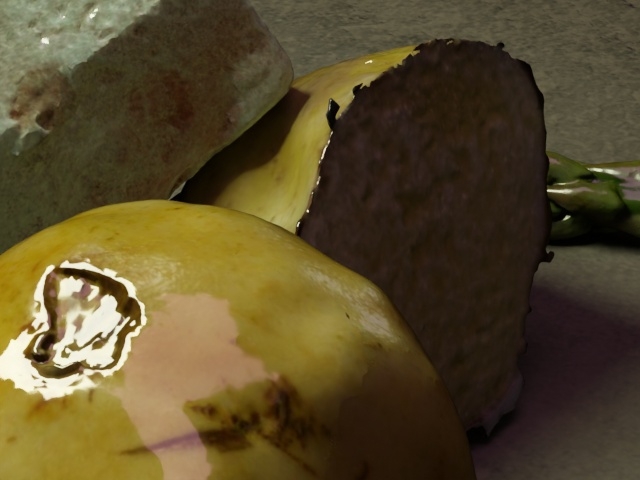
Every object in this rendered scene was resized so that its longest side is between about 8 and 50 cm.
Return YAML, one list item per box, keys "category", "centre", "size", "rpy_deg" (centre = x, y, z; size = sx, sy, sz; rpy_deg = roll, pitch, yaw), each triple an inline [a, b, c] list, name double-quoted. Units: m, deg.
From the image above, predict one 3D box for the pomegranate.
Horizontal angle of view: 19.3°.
- category: "pomegranate"
  centre: [-0.080, 0.147, 0.993]
  size: [0.332, 0.332, 0.332]
  rpy_deg: [1, 31, 0]

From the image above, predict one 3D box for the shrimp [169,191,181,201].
- category: "shrimp"
  centre: [-0.194, -0.047, 1.482]
  size: [0.272, 0.085, 0.445]
  rpy_deg: [33, 29, 2]

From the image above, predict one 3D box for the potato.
- category: "potato"
  centre: [0.000, 0.000, 1.331]
  size: [0.237, 0.301, 0.289]
  rpy_deg: [4, -10, 44]

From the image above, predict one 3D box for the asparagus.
- category: "asparagus"
  centre: [0.209, -0.036, 1.527]
  size: [0.287, 0.080, 0.080]
  rpy_deg: [8, 31, 13]

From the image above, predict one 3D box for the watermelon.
- category: "watermelon"
  centre: [-0.142, -0.128, 1.256]
  size: [0.258, 0.387, 0.228]
  rpy_deg: [2, 0, 10]
